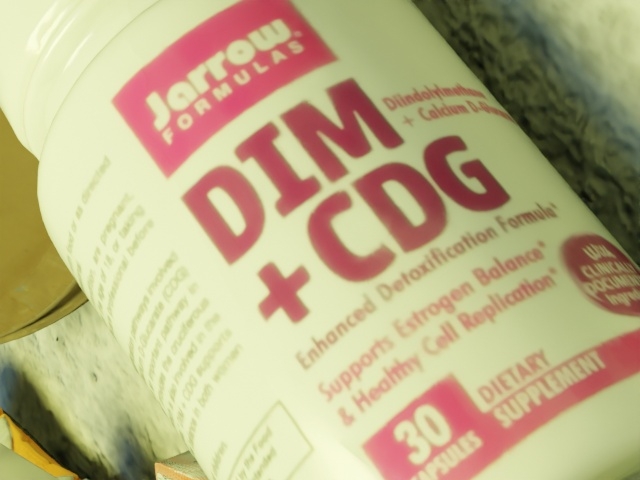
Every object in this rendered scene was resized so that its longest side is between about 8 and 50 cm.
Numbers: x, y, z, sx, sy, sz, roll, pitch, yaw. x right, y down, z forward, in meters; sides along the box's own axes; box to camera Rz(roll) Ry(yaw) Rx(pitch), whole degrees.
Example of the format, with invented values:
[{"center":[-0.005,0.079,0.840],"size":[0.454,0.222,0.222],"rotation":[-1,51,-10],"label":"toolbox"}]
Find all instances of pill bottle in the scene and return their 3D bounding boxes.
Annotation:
[{"center":[0.000,0.000,0.617],"size":[0.283,0.160,0.160],"rotation":[52,140,24],"label":"pill bottle"}]

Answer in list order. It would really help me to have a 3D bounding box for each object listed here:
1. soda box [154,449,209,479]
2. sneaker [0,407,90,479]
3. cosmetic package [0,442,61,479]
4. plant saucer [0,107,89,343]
[{"center":[0.003,0.135,0.758],"size":[0.183,0.058,0.063],"rotation":[12,113,51],"label":"soda box"},{"center":[-0.155,0.164,0.973],"size":[0.215,0.084,0.083],"rotation":[47,166,22],"label":"sneaker"},{"center":[-0.087,0.203,0.839],"size":[0.239,0.060,0.099],"rotation":[27,128,19],"label":"cosmetic package"},{"center":[-0.213,-0.049,0.819],"size":[0.041,0.277,0.278],"rotation":[-82,4,-54],"label":"plant saucer"}]
